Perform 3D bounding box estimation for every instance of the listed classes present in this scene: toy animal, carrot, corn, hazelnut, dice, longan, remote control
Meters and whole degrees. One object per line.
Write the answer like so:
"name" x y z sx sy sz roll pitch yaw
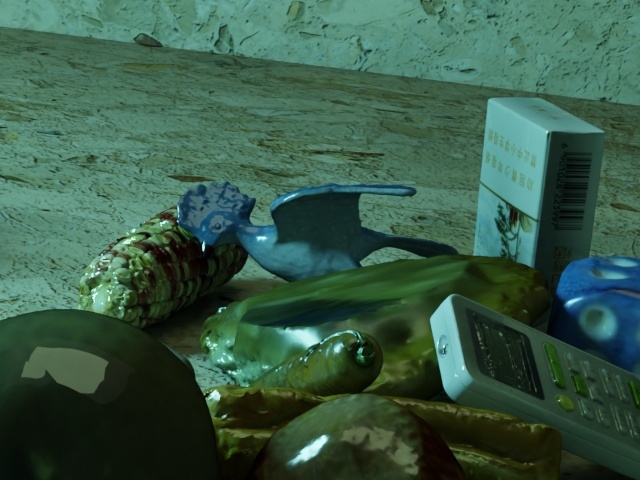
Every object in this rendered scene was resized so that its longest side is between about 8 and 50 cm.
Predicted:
"toy animal" 0.000 0.000 1.872 0.255 0.176 0.239 -12 -17 -17
"carrot" -0.028 0.115 1.495 0.049 0.049 0.254 -5 -14 -35
"corn" -0.154 0.027 1.895 0.098 0.098 0.290 10 18 20
"hazelnut" 0.025 0.176 1.304 0.154 0.143 0.143 -9 12 10
"dice" 0.269 0.093 1.679 0.146 0.143 0.146 10 15 16
"longan" -0.163 0.135 1.277 0.212 0.198 0.198 13 16 22
"remote control" 0.196 0.123 1.516 0.250 0.034 0.103 24 33 -24

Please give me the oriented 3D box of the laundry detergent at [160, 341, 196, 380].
"laundry detergent" -0.234 0.124 1.522 0.237 0.076 0.171 -9 16 -35

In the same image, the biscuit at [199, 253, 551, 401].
"biscuit" 0.020 0.076 1.655 0.335 0.078 0.329 -7 13 32

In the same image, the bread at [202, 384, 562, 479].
"bread" 0.035 0.160 1.432 0.271 0.077 0.139 6 -16 -8

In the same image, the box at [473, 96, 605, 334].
"box" 0.203 -0.009 1.877 0.067 0.233 0.149 1 16 -15
